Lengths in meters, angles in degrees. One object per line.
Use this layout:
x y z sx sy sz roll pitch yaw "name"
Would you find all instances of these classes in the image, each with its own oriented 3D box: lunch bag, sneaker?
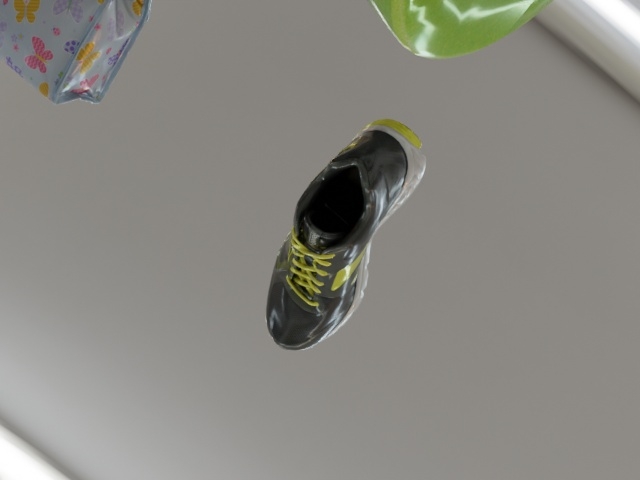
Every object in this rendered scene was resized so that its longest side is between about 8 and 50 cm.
-0.126 -0.120 0.782 0.071 0.083 0.053 38 -158 18 "lunch bag"
0.000 0.000 0.472 0.031 0.083 0.035 34 -153 18 "sneaker"

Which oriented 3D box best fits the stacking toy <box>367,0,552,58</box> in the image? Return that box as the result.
0.102 -0.229 0.578 0.279 0.309 0.130 -31 -117 -25 "stacking toy"
